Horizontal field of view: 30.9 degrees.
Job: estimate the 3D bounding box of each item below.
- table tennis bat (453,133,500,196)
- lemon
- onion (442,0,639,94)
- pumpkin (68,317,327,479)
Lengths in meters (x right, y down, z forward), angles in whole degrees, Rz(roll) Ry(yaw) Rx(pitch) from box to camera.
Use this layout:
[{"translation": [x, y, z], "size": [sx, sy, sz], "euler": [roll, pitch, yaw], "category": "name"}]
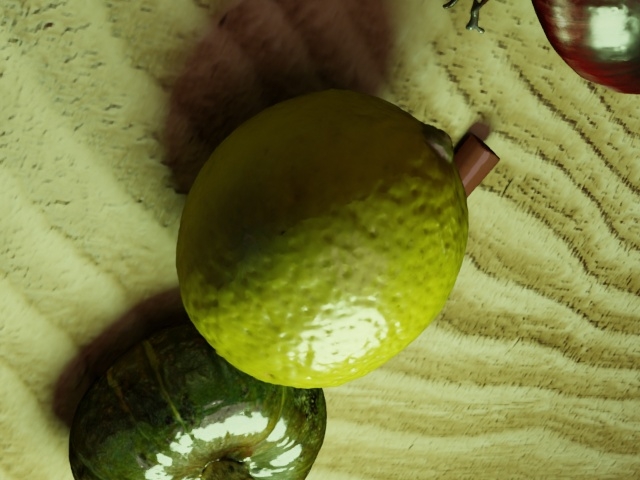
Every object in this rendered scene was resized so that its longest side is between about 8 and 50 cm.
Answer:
[{"translation": [0.078, 0.017, 1.238], "size": [0.200, 0.038, 0.310], "euler": [24, 112, -45], "category": "table tennis bat"}, {"translation": [0.001, -0.001, 1.018], "size": [0.267, 0.267, 0.267], "euler": [-19, 136, -20], "category": "lemon"}, {"translation": [0.256, -0.260, 1.013], "size": [0.273, 0.285, 0.273], "euler": [-7, 98, -54], "category": "onion"}, {"translation": [-0.111, 0.200, 1.158], "size": [0.260, 0.189, 0.260], "euler": [-20, 135, -21], "category": "pumpkin"}]
